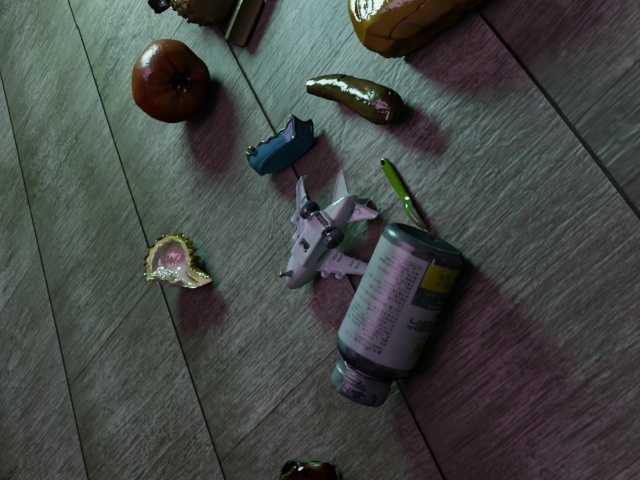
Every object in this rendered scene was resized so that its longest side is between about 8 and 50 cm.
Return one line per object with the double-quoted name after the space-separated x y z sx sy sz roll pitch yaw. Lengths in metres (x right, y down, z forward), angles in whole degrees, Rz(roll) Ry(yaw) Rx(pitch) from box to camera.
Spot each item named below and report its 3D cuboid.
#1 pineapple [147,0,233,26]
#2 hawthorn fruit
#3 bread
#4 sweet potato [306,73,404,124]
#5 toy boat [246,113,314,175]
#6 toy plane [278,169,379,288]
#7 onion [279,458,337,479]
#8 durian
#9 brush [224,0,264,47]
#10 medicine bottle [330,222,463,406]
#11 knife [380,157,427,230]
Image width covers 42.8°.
-0.336 -0.611 1.989 0.170 0.141 0.310 -39 40 -12 "pineapple"
-0.372 -0.375 1.951 0.225 0.196 0.196 9 88 59 "hawthorn fruit"
0.185 -0.445 1.411 0.294 0.132 0.167 -30 54 41 "bread"
0.066 -0.276 1.545 0.273 0.075 0.075 33 106 48 "sweet potato"
-0.090 -0.200 1.688 0.185 0.075 0.077 -35 60 41 "toy boat"
-0.003 0.000 1.533 0.251 0.101 0.255 52 119 27 "toy plane"
-0.019 0.444 1.455 0.117 0.118 0.118 124 144 -71 "onion"
-0.310 0.063 1.873 0.224 0.078 0.140 23 87 36 "durian"
-0.143 -0.578 1.847 0.282 0.054 0.048 -64 32 15 "brush"
0.116 0.127 1.349 0.141 0.141 0.293 37 108 45 "medicine bottle"
0.145 -0.084 1.451 0.022 0.026 0.184 -47 48 25 "knife"
